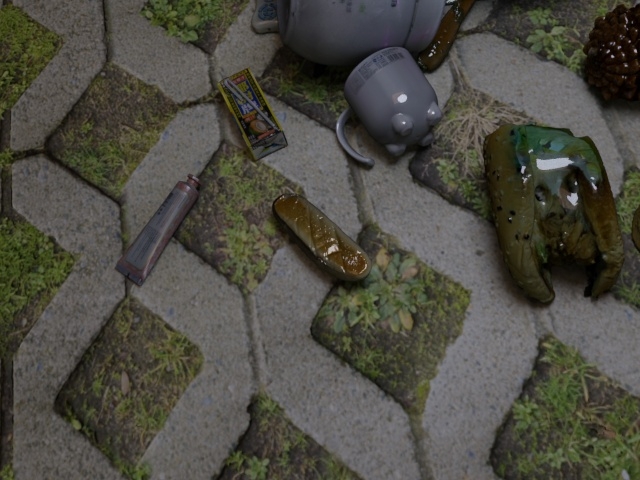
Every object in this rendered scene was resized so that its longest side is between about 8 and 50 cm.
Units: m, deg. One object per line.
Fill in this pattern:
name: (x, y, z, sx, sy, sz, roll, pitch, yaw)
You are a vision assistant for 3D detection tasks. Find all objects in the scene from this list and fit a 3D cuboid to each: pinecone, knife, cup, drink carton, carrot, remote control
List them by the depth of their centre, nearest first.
pinecone: (0.516, -0.306, 1.060, 0.173, 0.174, 0.174, -4, 67, 9)
cup: (0.112, -0.217, 1.100, 0.173, 0.134, 0.142, -27, 68, -3)
drink carton: (-0.126, -0.234, 1.191, 0.071, 0.056, 0.166, -26, 65, -5)
carrot: (0.252, -0.412, 1.198, 0.049, 0.049, 0.255, 29, 77, 20)
knife: (0.013, -0.361, 1.239, 0.031, 0.018, 0.121, 23, 74, 7)
remote control: (-0.100, -0.469, 1.295, 0.074, 0.032, 0.122, -3, 68, 8)

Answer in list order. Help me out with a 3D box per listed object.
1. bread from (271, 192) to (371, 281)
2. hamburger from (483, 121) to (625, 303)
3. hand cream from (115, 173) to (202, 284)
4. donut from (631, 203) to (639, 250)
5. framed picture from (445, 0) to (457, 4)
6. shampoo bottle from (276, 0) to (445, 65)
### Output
bread: (-0.001, -0.001, 1.074, 0.073, 0.053, 0.214, -42, 64, -13)
hamburger: (0.340, -0.060, 0.974, 0.167, 0.192, 0.288, -12, 65, 16)
hand cream: (-0.277, -0.024, 1.142, 0.067, 0.043, 0.210, 31, 81, 22)
donut: (0.572, -0.028, 0.971, 0.190, 0.075, 0.174, -5, 67, 9)
framed picture: (0.334, -0.584, 1.275, 0.216, 0.017, 0.275, -7, 67, 7)
shampoo bottle: (0.064, -0.440, 1.112, 0.266, 0.273, 0.273, -5, 66, -11)
